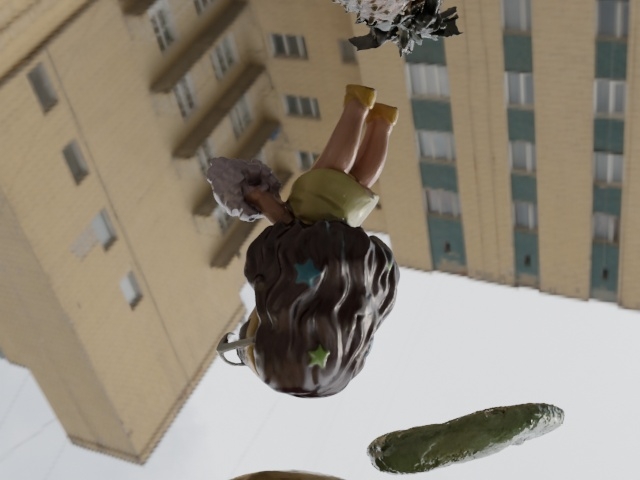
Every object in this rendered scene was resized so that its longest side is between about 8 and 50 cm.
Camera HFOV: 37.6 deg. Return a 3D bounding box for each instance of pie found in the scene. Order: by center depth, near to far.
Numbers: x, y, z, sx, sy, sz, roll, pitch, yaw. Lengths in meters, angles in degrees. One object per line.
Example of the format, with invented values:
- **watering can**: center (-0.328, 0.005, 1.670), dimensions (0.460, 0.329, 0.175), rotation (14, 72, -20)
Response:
- **pie**: center (0.134, 0.182, 0.874), dimensions (0.187, 0.187, 0.041), rotation (-14, -102, 0)

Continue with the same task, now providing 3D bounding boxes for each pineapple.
- **pineapple**: center (0.095, -0.343, 1.313), dimensions (0.170, 0.310, 0.141), rotation (-37, -117, 14)

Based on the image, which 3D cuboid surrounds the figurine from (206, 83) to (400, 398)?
- **figurine**: center (0.000, 0.002, 0.729), dimensions (0.116, 0.175, 0.240), rotation (-1, -106, 39)

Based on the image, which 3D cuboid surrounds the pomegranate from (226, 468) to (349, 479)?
- **pomegranate**: center (-0.029, 0.327, 0.839), dimensions (0.260, 0.260, 0.260), rotation (-8, -140, 7)
